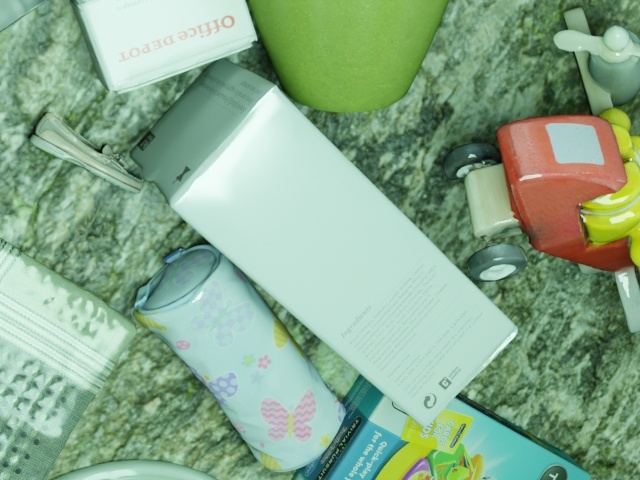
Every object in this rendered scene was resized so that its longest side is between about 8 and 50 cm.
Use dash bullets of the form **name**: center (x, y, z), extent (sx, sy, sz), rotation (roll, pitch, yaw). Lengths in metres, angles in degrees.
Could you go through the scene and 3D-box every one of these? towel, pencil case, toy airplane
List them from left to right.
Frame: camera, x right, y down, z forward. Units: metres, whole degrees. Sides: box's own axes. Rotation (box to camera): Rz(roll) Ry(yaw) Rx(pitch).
- **towel**: center (-0.391, 0.136, 1.074), extent (0.324, 0.056, 0.312), rotation (36, 78, -19)
- **pencil case**: center (-0.088, 0.134, 1.193), extent (0.124, 0.113, 0.273), rotation (-35, 115, 4)
- **toy airplane**: center (0.343, -0.038, 1.162), extent (0.272, 0.384, 0.386), rotation (-26, 107, 32)

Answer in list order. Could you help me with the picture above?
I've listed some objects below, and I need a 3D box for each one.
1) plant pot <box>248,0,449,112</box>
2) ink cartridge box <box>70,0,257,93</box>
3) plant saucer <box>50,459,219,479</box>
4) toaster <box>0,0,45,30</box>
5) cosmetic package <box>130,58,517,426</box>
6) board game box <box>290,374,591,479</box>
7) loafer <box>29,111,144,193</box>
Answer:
- **plant pot**: center (0.029, -0.283, 1.047), extent (0.275, 0.274, 0.293), rotation (-11, 125, -17)
- **ink cartridge box**: center (-0.172, -0.272, 1.048), extent (0.159, 0.092, 0.217), rotation (-22, 111, -13)
- **plant saucer**: center (-0.228, 0.453, 1.246), extent (0.401, 0.100, 0.400), rotation (-6, 107, -19)
- **toaster**: center (-0.344, -0.244, 0.940), extent (0.186, 0.110, 0.168), rotation (-27, 110, 17)
- **cosmetic package**: center (0.000, 0.000, 1.131), extent (0.156, 0.217, 0.385), rotation (-46, 118, -2)
- **board game box**: center (0.143, 0.320, 1.356), extent (0.336, 0.079, 0.253), rotation (31, 94, -26)
- **loafer**: center (-0.234, -0.089, 1.109), extent (0.125, 0.045, 0.039), rotation (26, 89, -23)
